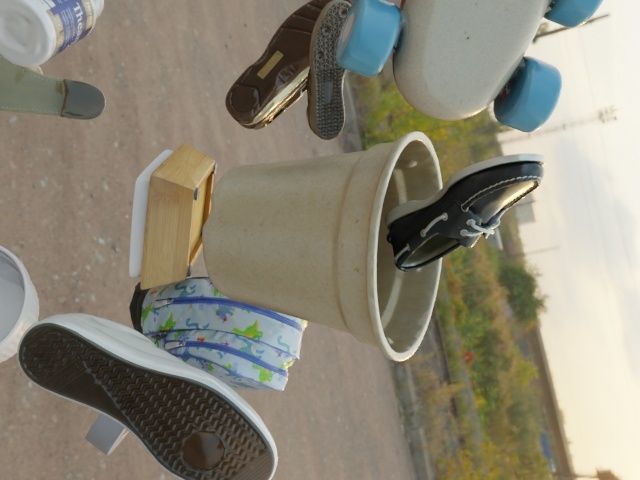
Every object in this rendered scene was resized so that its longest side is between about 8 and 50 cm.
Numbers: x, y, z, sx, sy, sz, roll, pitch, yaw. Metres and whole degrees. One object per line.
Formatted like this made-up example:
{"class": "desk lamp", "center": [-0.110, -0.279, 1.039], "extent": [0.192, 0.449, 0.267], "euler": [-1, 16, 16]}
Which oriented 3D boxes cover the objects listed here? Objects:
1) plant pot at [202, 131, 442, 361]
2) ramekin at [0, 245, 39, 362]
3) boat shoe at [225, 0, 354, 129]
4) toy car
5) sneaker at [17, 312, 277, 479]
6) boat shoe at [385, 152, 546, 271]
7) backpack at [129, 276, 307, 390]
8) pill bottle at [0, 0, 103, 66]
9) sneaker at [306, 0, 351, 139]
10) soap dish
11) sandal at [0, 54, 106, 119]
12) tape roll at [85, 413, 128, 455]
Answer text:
{"class": "plant pot", "center": [0.000, 0.000, 1.066], "extent": [0.333, 0.305, 0.334], "euler": [4, 90, -66]}
{"class": "ramekin", "center": [-0.568, 0.112, 1.132], "extent": [0.109, 0.207, 0.207], "euler": [99, -15, -68]}
{"class": "boat shoe", "center": [-0.039, -0.276, 1.080], "extent": [0.095, 0.257, 0.095], "euler": [50, 3, 19]}
{"class": "toy car", "center": [0.133, -0.250, 0.739], "extent": [0.238, 0.219, 0.210], "euler": [-110, -143, -67]}
{"class": "sneaker", "center": [-0.169, 0.159, 0.742], "extent": [0.290, 0.106, 0.123], "euler": [34, 3, -4]}
{"class": "boat shoe", "center": [0.203, -0.033, 0.975], "extent": [0.302, 0.114, 0.091], "euler": [-35, -123, 59]}
{"class": "backpack", "center": [-0.187, 0.185, 1.396], "extent": [0.290, 0.355, 0.274], "euler": [40, 42, -38]}
{"class": "pill bottle", "center": [-0.256, -0.216, 0.654], "extent": [0.120, 0.067, 0.067], "euler": [-70, 145, -54]}
{"class": "sneaker", "center": [0.003, -0.238, 0.952], "extent": [0.071, 0.066, 0.189], "euler": [-130, -137, -56]}
{"class": "soap dish", "center": [-0.293, -0.056, 1.399], "extent": [0.291, 0.118, 0.229], "euler": [-86, -175, -70]}
{"class": "sandal", "center": [-0.462, -0.241, 1.086], "extent": [0.079, 0.239, 0.088], "euler": [-143, -113, -70]}
{"class": "tape roll", "center": [-0.502, 0.438, 1.766], "extent": [0.072, 0.219, 0.219], "euler": [36, 17, 1]}
